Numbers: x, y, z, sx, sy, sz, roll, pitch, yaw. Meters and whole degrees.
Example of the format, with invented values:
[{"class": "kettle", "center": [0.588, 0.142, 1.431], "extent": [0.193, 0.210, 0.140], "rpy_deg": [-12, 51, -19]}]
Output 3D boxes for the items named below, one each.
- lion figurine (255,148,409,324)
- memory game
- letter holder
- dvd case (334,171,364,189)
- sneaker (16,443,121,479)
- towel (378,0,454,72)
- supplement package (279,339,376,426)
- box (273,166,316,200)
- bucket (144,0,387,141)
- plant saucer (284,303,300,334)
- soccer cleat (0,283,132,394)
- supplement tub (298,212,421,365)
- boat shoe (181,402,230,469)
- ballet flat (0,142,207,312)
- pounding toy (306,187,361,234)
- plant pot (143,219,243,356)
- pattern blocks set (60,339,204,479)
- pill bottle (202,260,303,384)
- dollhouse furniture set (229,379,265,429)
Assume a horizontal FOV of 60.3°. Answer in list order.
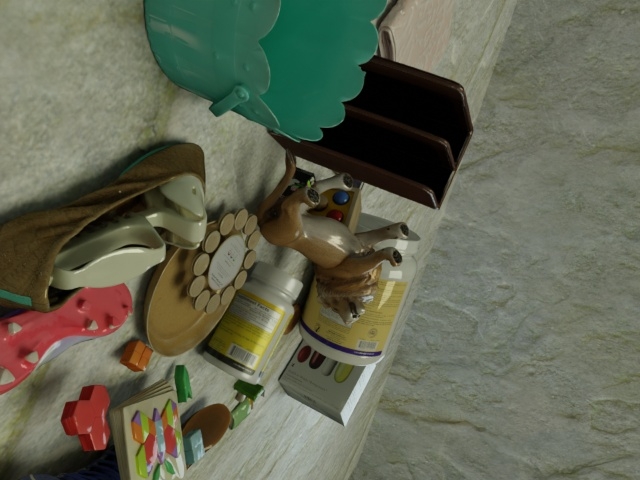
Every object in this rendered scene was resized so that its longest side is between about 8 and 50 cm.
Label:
[{"class": "lion figurine", "center": [0.000, 0.000, 1.016], "extent": [0.392, 0.240, 0.142], "rpy_deg": [42, 45, -29]}, {"class": "memory game", "center": [-0.154, 0.034, 0.897], "extent": [0.186, 0.012, 0.186], "rpy_deg": [-52, 156, -36]}, {"class": "letter holder", "center": [0.069, -0.190, 0.885], "extent": [0.152, 0.302, 0.214], "rpy_deg": [-66, 160, -1]}, {"class": "dvd case", "center": [0.093, -0.214, 1.332], "extent": [0.164, 0.018, 0.221], "rpy_deg": [-67, 159, -2]}, {"class": "sneaker", "center": [-0.323, 0.359, 0.786], "extent": [0.182, 0.127, 0.315], "rpy_deg": [-56, 164, -36]}, {"class": "towel", "center": [0.236, -0.498, 1.334], "extent": [0.332, 0.053, 0.317], "rpy_deg": [-58, 159, -21]}, {"class": "supplement package", "center": [0.027, 0.367, 1.538], "extent": [0.203, 0.194, 0.149], "rpy_deg": [-58, 159, -24]}, {"class": "box", "center": [-0.049, -0.089, 1.060], "extent": [0.083, 0.052, 0.062], "rpy_deg": [-57, 156, -22]}, {"class": "bucket", "center": [-0.057, -0.268, 0.660], "extent": [0.281, 0.183, 0.281], "rpy_deg": [-51, 155, -35]}, {"class": "plant saucer", "center": [-0.072, 0.197, 1.370], "extent": [0.083, 0.013, 0.083], "rpy_deg": [-52, 156, -35]}, {"class": "soccer cleat", "center": [-0.307, 0.100, 0.610], "extent": [0.083, 0.095, 0.248], "rpy_deg": [65, 20, -8]}, {"class": "supplement tub", "center": [0.099, 0.115, 1.381], "extent": [0.241, 0.241, 0.331], "rpy_deg": [-14, 125, -65]}, {"class": "boat shoe", "center": [-0.258, 0.390, 1.049], "extent": [0.073, 0.073, 0.207], "rpy_deg": [-34, -177, 43]}, {"class": "ballet flat", "center": [-0.211, -0.017, 0.628], "extent": [0.342, 0.124, 0.116], "rpy_deg": [-39, 146, -52]}, {"class": "pounding toy", "center": [0.001, -0.056, 1.140], "extent": [0.100, 0.141, 0.130], "rpy_deg": [81, 23, -56]}, {"class": "plant pot", "center": [-0.203, 0.072, 0.881], "extent": [0.236, 0.032, 0.236], "rpy_deg": [-53, 156, -35]}, {"class": "pattern blocks set", "center": [-0.244, 0.289, 0.799], "extent": [0.325, 0.026, 0.285], "rpy_deg": [-53, 131, -79]}, {"class": "pill bottle", "center": [-0.123, 0.153, 1.043], "extent": [0.208, 0.119, 0.119], "rpy_deg": [-62, 159, -12]}, {"class": "dollhouse furniture set", "center": [-0.164, 0.380, 1.270], "extent": [0.076, 0.059, 0.151], "rpy_deg": [-43, 149, -47]}]
